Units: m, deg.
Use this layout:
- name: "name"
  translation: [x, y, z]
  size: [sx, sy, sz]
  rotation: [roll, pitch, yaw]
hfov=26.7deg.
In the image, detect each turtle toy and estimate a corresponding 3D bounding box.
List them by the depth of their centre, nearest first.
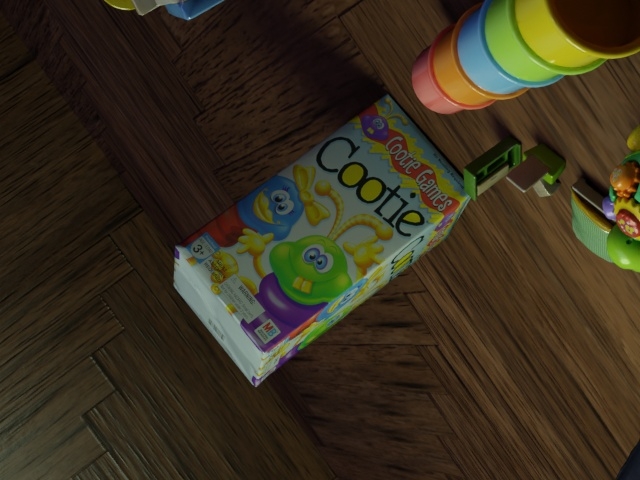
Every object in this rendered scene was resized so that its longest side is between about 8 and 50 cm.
- name: "turtle toy"
  translation: [0.256, -0.022, 1.041]
  size: [0.095, 0.066, 0.130]
  rotation: [45, 161, 23]

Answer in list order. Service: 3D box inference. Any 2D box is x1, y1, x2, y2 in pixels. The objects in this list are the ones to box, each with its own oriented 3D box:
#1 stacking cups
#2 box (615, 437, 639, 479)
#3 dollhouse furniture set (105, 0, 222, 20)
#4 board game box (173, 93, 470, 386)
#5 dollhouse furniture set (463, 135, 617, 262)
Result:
- name: "stacking cups"
  translation: [0.147, -0.146, 1.032]
  size: [0.096, 0.096, 0.316]
  rotation: [54, 163, -3]
- name: "box"
  translation: [0.330, 0.133, 0.638]
  size: [0.293, 0.212, 0.395]
  rotation: [43, 130, 29]
- name: "dollhouse furniture set"
  translation: [-0.073, -0.331, 0.840]
  size: [0.286, 0.303, 0.198]
  rotation: [61, 169, -24]
- name: "board game box"
  translation: [0.000, 0.000, 1.393]
  size: [0.144, 0.275, 0.142]
  rotation: [50, 162, 11]
- name: "dollhouse furniture set"
  translation: [0.199, -0.029, 1.190]
  size: [0.151, 0.058, 0.076]
  rotation: [43, 161, 28]
